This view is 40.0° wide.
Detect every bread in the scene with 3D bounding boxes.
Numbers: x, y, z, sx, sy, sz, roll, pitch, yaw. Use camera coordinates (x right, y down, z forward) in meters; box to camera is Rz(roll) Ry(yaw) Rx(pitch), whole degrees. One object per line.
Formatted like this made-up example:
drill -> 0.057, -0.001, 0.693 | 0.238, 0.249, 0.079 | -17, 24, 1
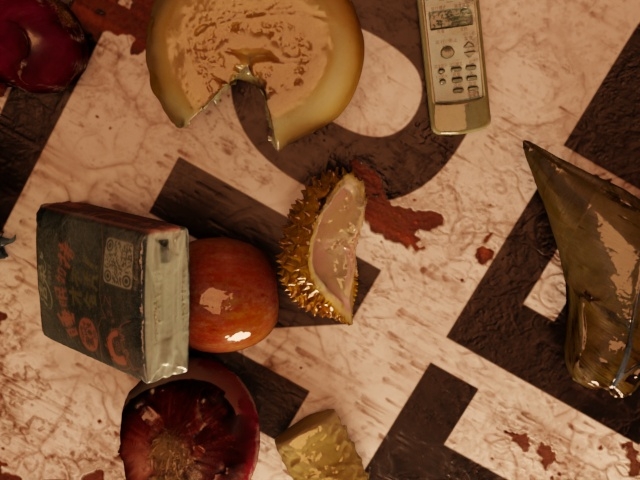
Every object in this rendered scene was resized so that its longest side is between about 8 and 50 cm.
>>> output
bread -> -0.098, -0.298, 1.349 | 0.333, 0.160, 0.332 | 0, 99, -1

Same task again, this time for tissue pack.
tissue pack -> -0.327, 0.069, 1.357 | 0.316, 0.103, 0.227 | 12, 103, 44

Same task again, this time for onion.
onion -> -0.204, 0.333, 1.463 | 0.272, 0.195, 0.272 | -9, 70, 25
onion -> -0.469, -0.292, 1.373 | 0.198, 0.135, 0.173 | -44, 93, 9

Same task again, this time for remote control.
remote control -> 0.214, -0.286, 1.405 | 0.098, 0.038, 0.233 | -7, 98, 2

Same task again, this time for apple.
apple -> -0.154, 0.086, 1.400 | 0.174, 0.188, 0.188 | -1, 99, -3

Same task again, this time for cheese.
cheese -> 0.008, 0.382, 1.491 | 0.123, 0.094, 0.167 | -25, 98, 7

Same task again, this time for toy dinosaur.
toy dinosaur -> -0.553, 0.007, 1.476 | 0.083, 0.030, 0.047 | -1, 101, 1

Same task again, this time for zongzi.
zongzi -> 0.409, 0.048, 1.392 | 0.361, 0.160, 0.322 | 27, 98, -4

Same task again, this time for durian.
durian -> -0.004, -0.002, 1.394 | 0.183, 0.138, 0.249 | 5, 100, -44
